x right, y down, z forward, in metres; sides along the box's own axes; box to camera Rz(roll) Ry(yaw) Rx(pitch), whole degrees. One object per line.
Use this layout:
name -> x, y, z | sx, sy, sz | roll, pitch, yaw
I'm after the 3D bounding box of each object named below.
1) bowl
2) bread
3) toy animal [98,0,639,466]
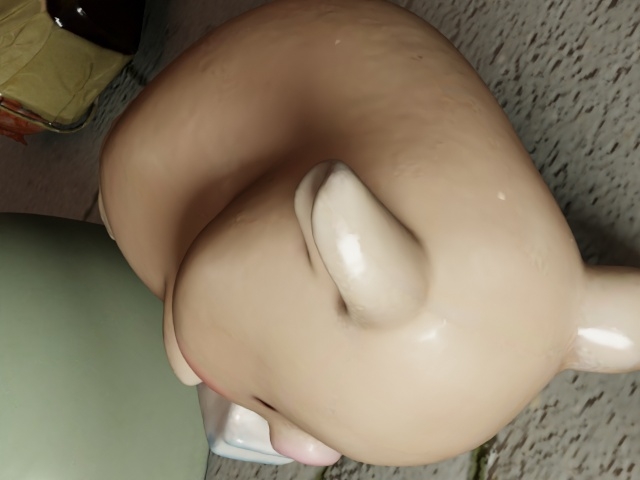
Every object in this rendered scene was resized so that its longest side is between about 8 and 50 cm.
bowl -> -0.245, 0.131, 0.913 | 0.354, 0.185, 0.354 | -28, 51, 41
bread -> -0.223, -0.186, 1.098 | 0.212, 0.142, 0.224 | -19, 58, 41
toy animal -> 0.001, 0.004, 0.674 | 0.213, 0.195, 0.256 | -56, 39, 27
